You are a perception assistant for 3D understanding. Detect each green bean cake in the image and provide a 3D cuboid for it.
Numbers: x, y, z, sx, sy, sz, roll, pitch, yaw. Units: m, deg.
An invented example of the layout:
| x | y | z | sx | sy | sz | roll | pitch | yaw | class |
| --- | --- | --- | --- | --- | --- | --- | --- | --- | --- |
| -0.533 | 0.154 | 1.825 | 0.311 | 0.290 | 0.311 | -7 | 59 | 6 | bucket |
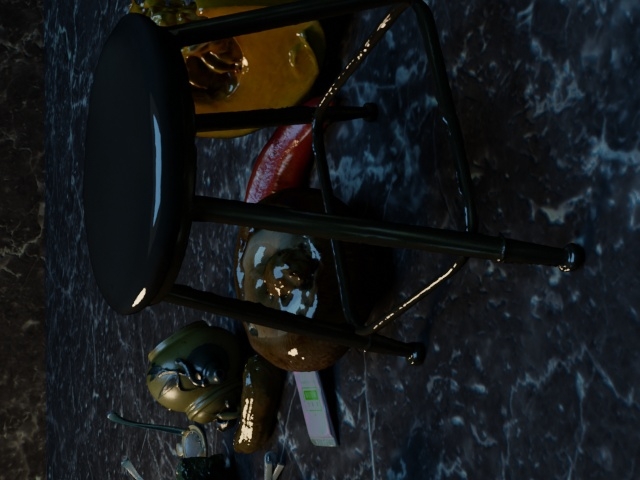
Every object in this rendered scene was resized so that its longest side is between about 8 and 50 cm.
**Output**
| x | y | z | sx | sy | sz | roll | pitch | yaw | class |
| --- | --- | --- | --- | --- | --- | --- | --- | --- | --- |
| -0.184 | 0.499 | 1.927 | 0.208 | 0.107 | 0.193 | 43 | 126 | 57 | green bean cake |

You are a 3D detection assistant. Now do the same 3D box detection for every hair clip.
| x | y | z | sx | sy | sz | roll | pitch | yaw | class |
| --- | --- | --- | --- | --- | --- | --- | --- | --- | --- |
| -0.085 | 0.394 | 1.804 | 0.039 | 0.030 | 0.115 | -95 | 18 | -61 | hair clip |

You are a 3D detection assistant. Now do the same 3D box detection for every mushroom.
| x | y | z | sx | sy | sz | roll | pitch | yaw | class |
| --- | --- | --- | --- | --- | --- | --- | --- | --- | --- |
| -0.023 | 0.055 | 1.491 | 0.253 | 0.153 | 0.253 | -9 | 79 | 56 | mushroom |

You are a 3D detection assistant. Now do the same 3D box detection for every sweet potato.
| x | y | z | sx | sy | sz | roll | pitch | yaw | class |
| --- | --- | --- | --- | --- | --- | --- | --- | --- | --- |
| -0.107 | 0.283 | 1.813 | 0.081 | 0.062 | 0.233 | -97 | 17 | -52 | sweet potato |

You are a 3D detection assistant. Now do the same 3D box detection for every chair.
| x | y | z | sx | sy | sz | roll | pitch | yaw | class |
| --- | --- | --- | --- | --- | --- | --- | --- | --- | --- |
| -0.025 | -0.074 | 1.199 | 0.364 | 0.410 | 0.362 | 137 | 128 | -58 | chair |

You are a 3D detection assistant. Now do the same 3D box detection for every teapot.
| x | y | z | sx | sy | sz | roll | pitch | yaw | class |
| --- | --- | --- | --- | --- | --- | --- | --- | --- | --- |
| -0.202 | 0.249 | 1.923 | 0.182 | 0.173 | 0.269 | 55 | 156 | 13 | teapot |

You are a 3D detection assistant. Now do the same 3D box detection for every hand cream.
| x | y | z | sx | sy | sz | roll | pitch | yaw | class |
| --- | --- | --- | --- | --- | --- | --- | --- | --- | --- |
| -0.028 | 0.167 | 1.626 | 0.079 | 0.050 | 0.275 | 53 | -157 | -87 | hand cream |

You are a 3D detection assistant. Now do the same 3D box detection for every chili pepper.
| x | y | z | sx | sy | sz | roll | pitch | yaw | class |
| --- | --- | --- | --- | --- | --- | --- | --- | --- | --- |
| -0.060 | -0.066 | 1.663 | 0.137 | 0.092 | 0.368 | 50 | 136 | 52 | chili pepper |

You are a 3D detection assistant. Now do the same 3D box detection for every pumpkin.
| x | y | z | sx | sy | sz | roll | pitch | yaw | class |
| --- | --- | --- | --- | --- | --- | --- | --- | --- | --- |
| -0.130 | -0.297 | 1.606 | 0.303 | 0.256 | 0.225 | -51 | 36 | 34 | pumpkin |

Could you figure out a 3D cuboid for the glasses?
| x | y | z | sx | sy | sz | roll | pitch | yaw | class |
| --- | --- | --- | --- | --- | --- | --- | --- | --- | --- |
| -0.280 | 0.391 | 2.055 | 0.088 | 0.220 | 0.190 | -38 | 43 | 11 | glasses |
